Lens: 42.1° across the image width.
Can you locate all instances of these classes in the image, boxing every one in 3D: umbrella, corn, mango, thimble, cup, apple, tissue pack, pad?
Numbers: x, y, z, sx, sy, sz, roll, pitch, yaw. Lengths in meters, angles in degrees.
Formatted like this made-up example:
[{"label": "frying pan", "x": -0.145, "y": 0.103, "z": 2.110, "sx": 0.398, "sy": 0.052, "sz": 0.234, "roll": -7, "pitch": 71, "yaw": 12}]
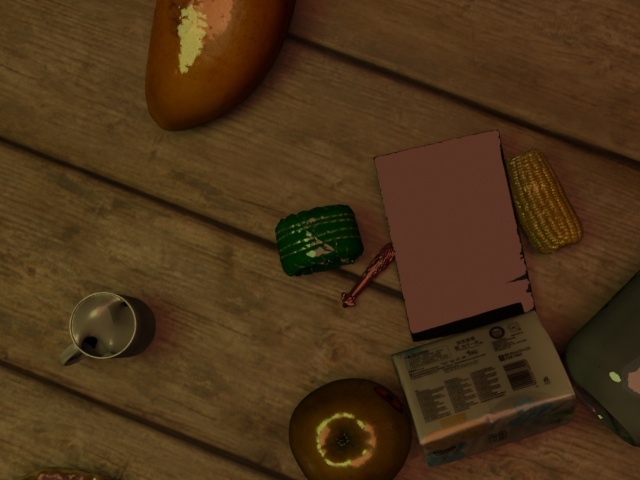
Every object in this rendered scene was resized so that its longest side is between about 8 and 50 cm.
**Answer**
[{"label": "umbrella", "x": 0.088, "y": 0.041, "z": 1.314, "sx": 0.027, "sy": 0.025, "sz": 0.165, "roll": 40, "pitch": 87, "yaw": -20}, {"label": "corn", "x": 0.344, "y": -0.062, "z": 1.295, "sx": 0.085, "sy": 0.063, "sz": 0.165, "roll": -24, "pitch": 81, "yaw": 23}, {"label": "mango", "x": -0.164, "y": -0.328, "z": 1.291, "sx": 0.199, "sy": 0.201, "sz": 0.350, "roll": 26, "pitch": 93, "yaw": 32}, {"label": "thimble", "x": 0.000, "y": 0.000, "z": 1.277, "sx": 0.130, "sy": 0.118, "sz": 0.090, "roll": -9, "pitch": 78, "yaw": -26}, {"label": "cup", "x": 0.511, "y": 0.137, "z": 1.195, "sx": 0.312, "sy": 0.205, "sz": 0.205, "roll": -42, "pitch": 83, "yaw": -3}, {"label": "apple", "x": 0.043, "y": 0.287, "z": 1.214, "sx": 0.182, "sy": 0.155, "sz": 0.182, "roll": 0, "pitch": 87, "yaw": 8}, {"label": "tissue pack", "x": 0.243, "y": 0.231, "z": 1.241, "sx": 0.229, "sy": 0.145, "sz": 0.159, "roll": -18, "pitch": 51, "yaw": 1}, {"label": "pad", "x": 0.210, "y": -0.006, "z": 1.296, "sx": 0.202, "sy": 0.005, "sz": 0.299, "roll": -13, "pitch": 91, "yaw": 3}, {"label": "cup", "x": -0.331, "y": 0.133, "z": 1.262, "sx": 0.136, "sy": 0.133, "sz": 0.099, "roll": -8, "pitch": 84, "yaw": 1}]

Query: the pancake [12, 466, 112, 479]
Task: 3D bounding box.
[{"label": "pancake", "x": -0.386, "y": 0.509, "z": 1.229, "sx": 0.356, "sy": 0.065, "sz": 0.356, "roll": 0, "pitch": 87, "yaw": -10}]
